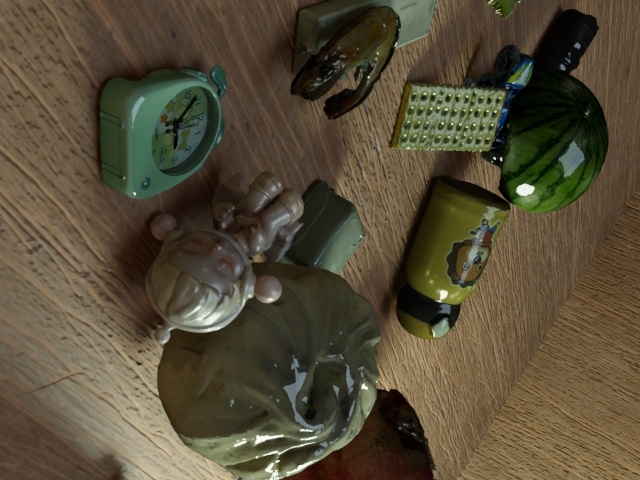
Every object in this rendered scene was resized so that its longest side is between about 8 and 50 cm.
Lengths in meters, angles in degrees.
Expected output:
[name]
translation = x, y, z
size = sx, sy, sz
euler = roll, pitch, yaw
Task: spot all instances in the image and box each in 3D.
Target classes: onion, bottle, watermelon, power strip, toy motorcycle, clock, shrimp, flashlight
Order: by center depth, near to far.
[clock]
translation = -0.185, -0.142, 1.069
size = 0.188, 0.060, 0.148
euler = -30, 137, -46
[shrimp]
translation = 0.043, -0.250, 1.283
size = 0.253, 0.058, 0.173
euler = -46, 157, -32
[power strip]
translation = 0.074, -0.338, 1.356
size = 0.367, 0.043, 0.106
euler = -32, 140, -45
[toy motorcycle]
translation = 0.350, -0.274, 1.758
size = 0.092, 0.135, 0.254
euler = 8, 127, -24
[onion]
translation = 0.102, 0.485, 1.842
size = 0.353, 0.353, 0.353
euler = -40, 145, -37
[watermelon]
translation = 0.514, -0.225, 1.861
size = 0.331, 0.189, 0.331
euler = 4, 83, -32
[bottle]
translation = 0.276, 0.051, 1.897
size = 0.171, 0.171, 0.351
euler = -8, 121, -57
[flashlight]
translation = 0.511, -0.351, 2.033
size = 0.424, 0.103, 0.103
euler = -58, 152, -8

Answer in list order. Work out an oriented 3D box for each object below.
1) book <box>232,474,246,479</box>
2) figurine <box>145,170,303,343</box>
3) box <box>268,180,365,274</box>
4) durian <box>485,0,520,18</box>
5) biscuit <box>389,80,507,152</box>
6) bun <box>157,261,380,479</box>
[book]
translation = -0.101, 0.407, 1.736
size = 0.182, 0.014, 0.127
euler = -58, 152, -11
[figurine]
translation = -0.144, 0.023, 1.162
size = 0.257, 0.182, 0.144
euler = -46, -169, -34
[box]
translation = 0.000, 0.000, 1.469
size = 0.172, 0.093, 0.124
euler = -54, 151, -17
[durian]
translation = 0.310, -0.565, 1.425
size = 0.157, 0.169, 0.355
euler = -29, 139, -44
[biscuit]
translation = 0.248, -0.231, 1.656
size = 0.231, 0.016, 0.139
euler = -1, 117, -27
[bun]
translation = -0.055, 0.195, 1.291
size = 0.359, 0.211, 0.360
euler = 2, 86, -36
